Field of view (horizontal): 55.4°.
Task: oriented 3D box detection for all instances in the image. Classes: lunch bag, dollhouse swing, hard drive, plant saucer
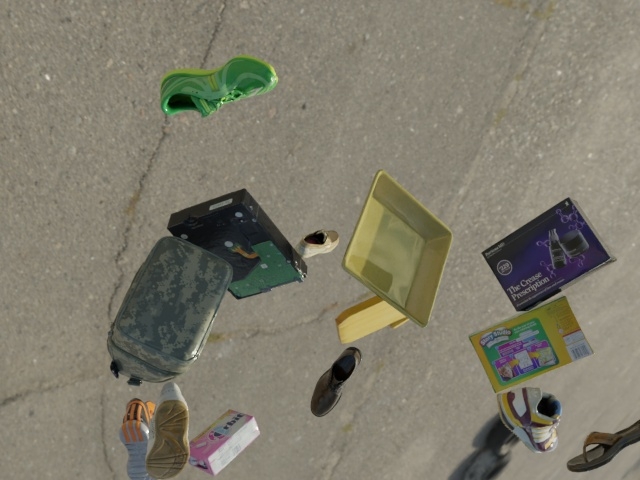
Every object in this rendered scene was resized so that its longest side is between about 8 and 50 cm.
[{"bbox_3d":[-0.372,0.181,1.462,0.256,0.212,0.305,-49,-161,53],"label":"lunch bag"},{"bbox_3d":[0.182,0.153,2.107,0.304,0.315,0.347,-10,155,1],"label":"dollhouse swing"},{"bbox_3d":[-0.213,0.020,1.628,0.236,0.064,0.339,-17,134,22],"label":"hard drive"},{"bbox_3d":[0.203,0.029,1.696,0.332,0.081,0.333,37,59,-25],"label":"plant saucer"}]

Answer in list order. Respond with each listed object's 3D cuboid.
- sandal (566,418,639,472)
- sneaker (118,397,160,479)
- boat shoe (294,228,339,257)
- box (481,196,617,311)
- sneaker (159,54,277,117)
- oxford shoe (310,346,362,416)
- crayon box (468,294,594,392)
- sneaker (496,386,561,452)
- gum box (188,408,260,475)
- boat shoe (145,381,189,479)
[{"bbox_3d":[0.637,0.445,1.355,0.219,0.060,0.090,-30,169,-1],"label":"sandal"},{"bbox_3d":[-0.579,0.655,2.026,0.124,0.180,0.321,-1,121,-5],"label":"sneaker"},{"bbox_3d":[0.000,0.000,1.732,0.170,0.063,0.059,-24,151,-46],"label":"boat shoe"},{"bbox_3d":[0.577,0.040,1.554,0.261,0.184,0.103,-38,155,26],"label":"box"},{"bbox_3d":[-0.232,-0.334,1.381,0.109,0.295,0.124,54,36,-54],"label":"sneaker"},{"bbox_3d":[0.034,0.405,1.738,0.227,0.082,0.096,-61,169,3],"label":"oxford shoe"},{"bbox_3d":[0.561,0.278,1.640,0.278,0.165,0.081,-26,171,12],"label":"crayon box"},{"bbox_3d":[0.368,0.298,1.006,0.084,0.070,0.185,-26,133,31],"label":"sneaker"},{"bbox_3d":[-0.272,0.550,1.662,0.188,0.107,0.062,-34,116,-43],"label":"gum box"},{"bbox_3d":[-0.356,0.450,1.440,0.098,0.096,0.277,6,121,-19],"label":"boat shoe"}]
